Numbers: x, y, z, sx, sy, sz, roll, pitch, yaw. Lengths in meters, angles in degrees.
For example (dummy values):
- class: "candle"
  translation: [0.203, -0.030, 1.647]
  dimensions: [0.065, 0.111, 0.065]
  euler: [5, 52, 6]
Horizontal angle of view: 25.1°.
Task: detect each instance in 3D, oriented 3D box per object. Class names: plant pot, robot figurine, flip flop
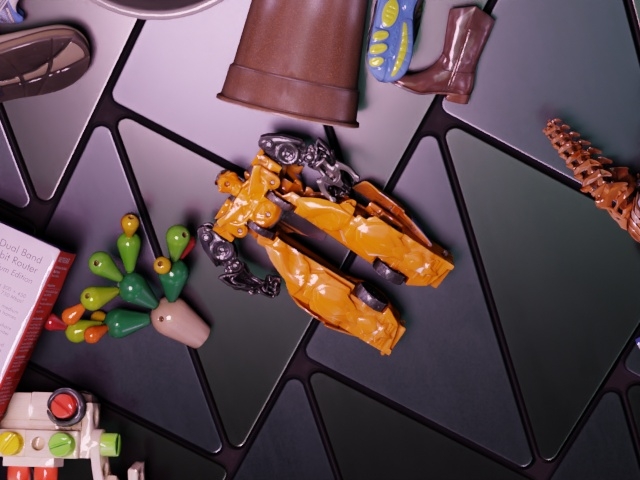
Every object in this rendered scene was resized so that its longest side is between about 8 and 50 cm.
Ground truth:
- class: "plant pot"
  translation: [-0.021, -0.224, 1.619]
  dimensions: [0.167, 0.167, 0.165]
  euler: [12, 98, 1]
- class: "robot figurine"
  translation: [0.000, 0.000, 1.711]
  dimensions: [0.291, 0.085, 0.211]
  euler: [34, 105, -6]
- class: "flip flop"
  translation: [-0.410, -0.213, 1.683]
  dimensions: [0.277, 0.080, 0.112]
  euler: [-12, 144, -6]

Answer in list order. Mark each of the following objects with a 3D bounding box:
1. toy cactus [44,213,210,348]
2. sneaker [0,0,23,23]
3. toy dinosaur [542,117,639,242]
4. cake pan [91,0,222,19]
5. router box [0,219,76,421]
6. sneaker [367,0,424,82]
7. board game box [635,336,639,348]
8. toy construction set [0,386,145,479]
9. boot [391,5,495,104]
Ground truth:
- class: "toy cactus"
  translation: [-0.215, 0.068, 1.753]
  dimensions: [0.180, 0.112, 0.219]
  euler: [39, 103, -26]
- class: "sneaker"
  translation: [-0.355, -0.315, 1.671]
  dimensions: [0.058, 0.052, 0.135]
  euler: [13, 114, -10]
- class: "toy dinosaur"
  translation: [0.413, -0.052, 1.641]
  dimensions: [0.321, 0.164, 0.218]
  euler: [14, 125, -22]
- class: "cake pan"
  translation: [-0.186, -0.399, 1.627]
  dimensions: [0.293, 0.054, 0.293]
  euler: [1, 106, 4]
- class: "router box"
  translation: [-0.507, 0.082, 1.707]
  dimensions: [0.335, 0.082, 0.301]
  euler: [23, 88, 5]
- class: "sneaker"
  translation: [0.089, -0.271, 1.635]
  dimensions: [0.067, 0.078, 0.188]
  euler: [15, 91, -8]
- class: "board game box"
  translation: [0.445, 0.138, 1.751]
  dimensions: [0.090, 0.020, 0.090]
  euler: [-30, 101, 12]
- class: "toy construction set"
  translation: [-0.363, 0.291, 1.787]
  dimensions: [0.327, 0.151, 0.215]
  euler: [2, 82, -4]
- class: "boot"
  translation: [0.139, -0.223, 1.661]
  dimensions: [0.106, 0.037, 0.114]
  euler: [11, 110, -13]
